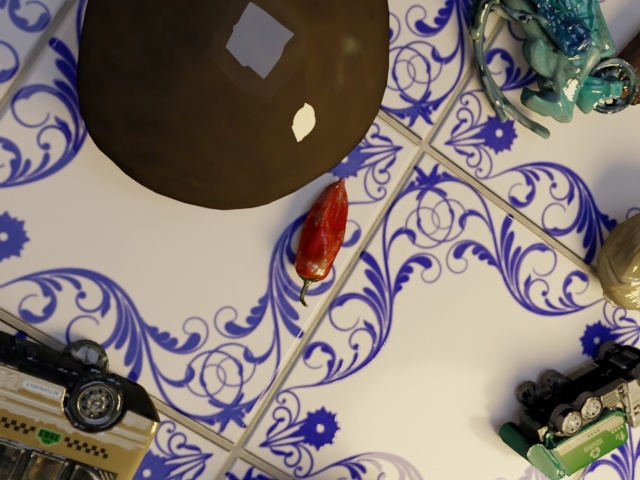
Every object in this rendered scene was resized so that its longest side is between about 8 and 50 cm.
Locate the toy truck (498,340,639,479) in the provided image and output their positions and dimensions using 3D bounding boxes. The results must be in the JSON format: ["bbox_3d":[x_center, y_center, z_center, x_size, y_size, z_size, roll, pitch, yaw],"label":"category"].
[{"bbox_3d":[0.389,0.252,1.432,0.253,0.114,0.124,-23,114,-16],"label":"toy truck"}]

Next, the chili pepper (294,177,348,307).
[{"bbox_3d":[-0.001,0.000,1.312,0.059,0.050,0.191,23,74,-16],"label":"chili pepper"}]

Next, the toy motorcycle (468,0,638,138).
[{"bbox_3d":[0.318,-0.273,1.364,0.206,0.154,0.260,-24,106,8],"label":"toy motorcycle"}]

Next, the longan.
[{"bbox_3d":[-0.106,-0.233,1.119,0.405,0.336,0.404,-2,83,17],"label":"longan"}]

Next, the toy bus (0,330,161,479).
[{"bbox_3d":[-0.387,0.194,1.126,0.365,0.177,0.201,24,91,-20],"label":"toy bus"}]

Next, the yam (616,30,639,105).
[{"bbox_3d":[0.489,-0.271,1.452,0.079,0.079,0.141,44,79,-16],"label":"yam"}]

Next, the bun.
[{"bbox_3d":[0.489,0.019,1.445,0.173,0.166,0.113,-13,55,-25],"label":"bun"}]
